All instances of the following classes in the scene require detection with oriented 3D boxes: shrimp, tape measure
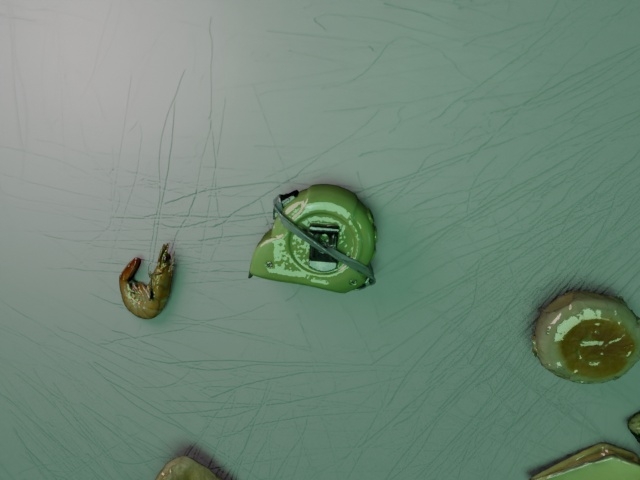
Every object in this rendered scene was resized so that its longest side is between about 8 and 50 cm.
[{"bbox_3d":[-0.302,0.064,0.985,0.095,0.045,0.162,31,113,21],"label":"shrimp"},{"bbox_3d":[0.000,0.000,0.882,0.200,0.106,0.175,14,109,3],"label":"tape measure"}]

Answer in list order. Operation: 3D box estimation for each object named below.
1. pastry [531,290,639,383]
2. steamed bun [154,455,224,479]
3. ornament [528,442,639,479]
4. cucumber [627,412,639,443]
[{"bbox_3d":[0.411,0.153,0.874,0.166,0.088,0.165,3,106,11],"label":"pastry"},{"bbox_3d":[-0.259,0.507,1.041,0.172,0.140,0.155,40,129,-8],"label":"steamed bun"},{"bbox_3d":[0.443,0.434,0.961,0.180,0.059,0.201,17,103,5],"label":"ornament"},{"bbox_3d":[0.567,0.367,0.924,0.058,0.058,0.187,-27,97,14],"label":"cucumber"}]
